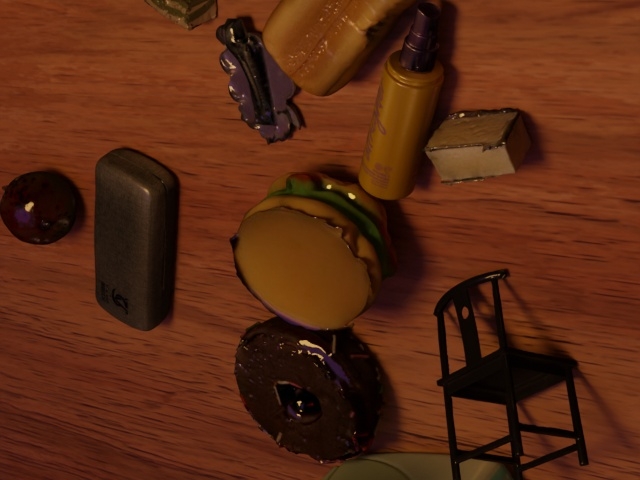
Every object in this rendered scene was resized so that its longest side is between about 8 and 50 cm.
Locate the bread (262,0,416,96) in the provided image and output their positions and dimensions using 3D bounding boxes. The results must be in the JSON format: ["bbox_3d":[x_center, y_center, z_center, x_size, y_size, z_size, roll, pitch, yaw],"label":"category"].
[{"bbox_3d":[0.042,-0.308,1.548,0.142,0.091,0.305,46,137,1],"label":"bread"}]

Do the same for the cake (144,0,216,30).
[{"bbox_3d":[-0.214,-0.336,1.768,0.140,0.055,0.051,19,136,31],"label":"cake"}]

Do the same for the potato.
[{"bbox_3d":[0.198,-0.117,1.569,0.122,0.086,0.061,-3,131,38],"label":"potato"}]

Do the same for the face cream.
[{"bbox_3d":[0.109,-0.177,1.596,0.078,0.078,0.273,30,134,19],"label":"face cream"}]

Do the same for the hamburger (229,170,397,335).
[{"bbox_3d":[0.000,0.000,1.762,0.237,0.149,0.237,17,133,19],"label":"hamburger"}]

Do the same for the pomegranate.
[{"bbox_3d":[-0.489,-0.067,2.133,0.159,0.129,0.129,39,137,23],"label":"pomegranate"}]

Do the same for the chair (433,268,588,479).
[{"bbox_3d":[0.250,0.191,1.710,0.154,0.141,0.260,-35,50,47],"label":"chair"}]

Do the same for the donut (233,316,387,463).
[{"bbox_3d":[-0.016,0.227,1.969,0.270,0.103,0.269,23,133,27],"label":"donut"}]

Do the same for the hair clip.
[{"bbox_3d":[-0.090,-0.218,1.753,0.124,0.052,0.195,9,130,41],"label":"hair clip"}]

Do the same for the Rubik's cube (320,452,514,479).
[{"bbox_3d":[0.135,0.549,1.892,0.347,0.351,0.352,-10,110,43],"label":"Rubik's cube"}]

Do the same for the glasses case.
[{"bbox_3d":[-0.306,0.004,2.065,0.131,0.074,0.323,28,133,23],"label":"glasses case"}]
